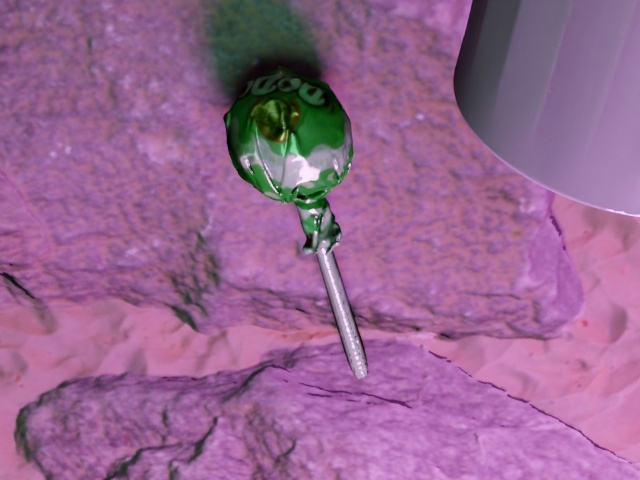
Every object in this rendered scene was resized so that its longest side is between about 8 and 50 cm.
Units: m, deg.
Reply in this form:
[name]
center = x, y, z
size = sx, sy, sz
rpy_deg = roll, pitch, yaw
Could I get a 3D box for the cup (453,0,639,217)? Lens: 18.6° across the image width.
[cup]
center = 0.264, -0.217, 1.246
size = 0.323, 0.237, 0.327
rpy_deg = -14, 134, -30

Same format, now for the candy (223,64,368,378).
[candy]
center = 0.002, 0.000, 1.494
size = 0.097, 0.097, 0.323
rpy_deg = -11, 136, 6
